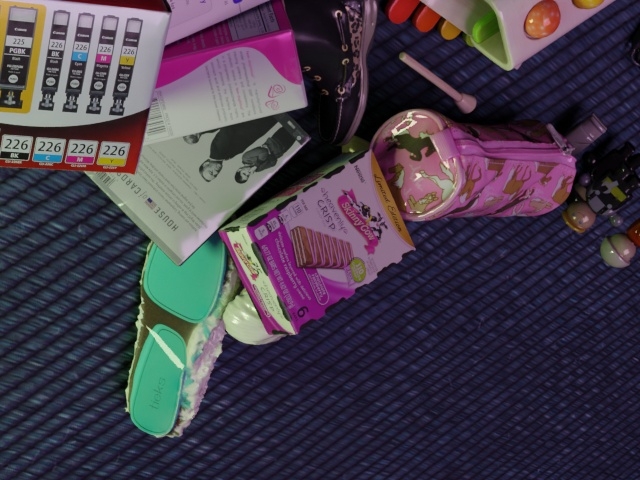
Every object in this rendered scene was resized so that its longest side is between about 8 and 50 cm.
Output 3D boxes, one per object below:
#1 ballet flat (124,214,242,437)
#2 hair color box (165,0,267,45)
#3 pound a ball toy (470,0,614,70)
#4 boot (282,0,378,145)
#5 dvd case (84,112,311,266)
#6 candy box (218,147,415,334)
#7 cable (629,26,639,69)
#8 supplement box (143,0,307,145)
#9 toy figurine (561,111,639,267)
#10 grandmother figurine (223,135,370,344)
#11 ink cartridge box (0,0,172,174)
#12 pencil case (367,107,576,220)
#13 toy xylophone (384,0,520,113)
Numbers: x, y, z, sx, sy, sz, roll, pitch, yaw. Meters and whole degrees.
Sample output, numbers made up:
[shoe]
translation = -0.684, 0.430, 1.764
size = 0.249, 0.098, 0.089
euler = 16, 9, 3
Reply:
[ballet flat]
translation = -0.183, 0.094, 1.883
size = 0.147, 0.147, 0.409
euler = -5, 128, -36
[hair color box]
translation = -0.145, -0.352, 1.541
size = 0.339, 0.110, 0.185
euler = -26, 134, -18
[pound a ball toy]
translation = 0.298, -0.363, 1.736
size = 0.319, 0.136, 0.208
euler = -34, 137, -11
[boot]
translation = -0.025, -0.230, 1.756
size = 0.179, 0.085, 0.236
euler = -9, 124, -30
[dvd case]
translation = -0.158, -0.112, 1.702
size = 0.239, 0.029, 0.179
euler = -44, 97, 0
[candy box]
translation = 0.000, 0.000, 1.754
size = 0.233, 0.071, 0.159
euler = -35, 107, -33
[cable]
translation = 0.586, -0.347, 2.171
size = 0.151, 0.047, 0.184
euler = 15, 112, -44
[supplement box]
translation = -0.138, -0.207, 1.605
size = 0.220, 0.114, 0.111
euler = -13, 129, -2
[toy figurine]
translation = 0.455, -0.080, 2.168
size = 0.148, 0.213, 0.209
euler = -41, 138, 21
[grandmother figurine]
translation = -0.015, 0.018, 1.860
size = 0.342, 0.104, 0.207
euler = -50, 127, -32
[ink cartridge box]
translation = -0.325, -0.220, 1.370
size = 0.309, 0.130, 0.271
euler = 2, 125, -23
[pencil case]
translation = 0.224, -0.106, 1.934
size = 0.386, 0.160, 0.167
euler = -4, 124, -53
[toy xylophone]
translation = 0.207, -0.321, 1.864
size = 0.236, 0.081, 0.323
euler = -49, 139, 5
